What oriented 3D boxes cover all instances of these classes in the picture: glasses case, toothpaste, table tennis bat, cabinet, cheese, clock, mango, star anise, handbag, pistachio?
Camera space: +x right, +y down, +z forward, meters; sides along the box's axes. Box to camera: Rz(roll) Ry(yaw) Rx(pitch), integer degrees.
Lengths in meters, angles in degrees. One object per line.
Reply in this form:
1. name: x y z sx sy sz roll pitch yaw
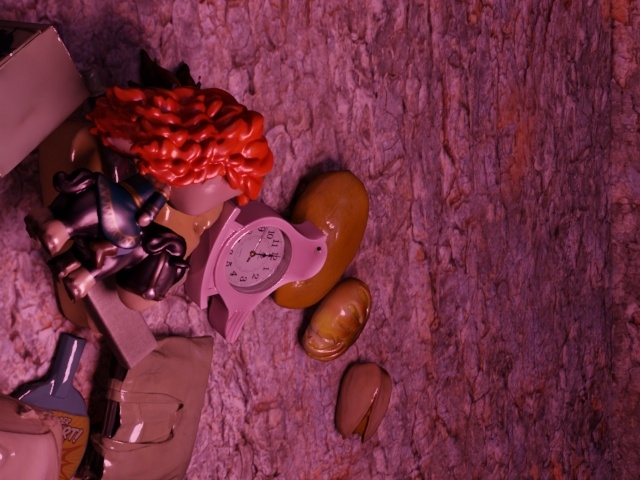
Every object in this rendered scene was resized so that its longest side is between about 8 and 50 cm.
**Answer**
1. glasses case: -0.351 0.122 1.719 0.071 0.047 0.205 -42 128 -28
2. toothpaste: -0.345 -0.179 1.659 0.062 0.037 0.216 -40 126 -43
3. table tennis bat: -0.491 0.325 1.789 0.215 0.044 0.329 26 81 -49
4. cabinet: -0.490 -0.224 1.536 0.206 0.145 0.150 -51 135 -29
5. cheese: -0.358 -0.006 1.799 0.384 0.104 0.383 -18 113 -48
6. clock: -0.138 0.069 2.048 0.275 0.080 0.290 11 109 -39
7. mango: 0.006 -0.001 2.238 0.195 0.142 0.331 15 96 -50
8. star anise: -0.262 -0.221 1.838 0.272 0.102 0.272 34 35 -29
9. handbag: -0.327 0.332 1.938 0.253 0.109 0.315 8 99 -54
10. pistachio: 0.108 0.398 2.485 0.130 0.131 0.206 13 91 -10

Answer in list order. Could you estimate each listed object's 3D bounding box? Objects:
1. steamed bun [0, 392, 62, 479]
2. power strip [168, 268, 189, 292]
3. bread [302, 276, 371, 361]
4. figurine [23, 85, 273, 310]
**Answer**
1. steamed bun: -0.550 0.359 1.541 0.384 0.236 0.247 21 87 -45
2. power strip: -0.324 0.096 1.932 0.191 0.030 0.047 -38 130 -39
3. bread: 0.047 0.187 2.322 0.213 0.105 0.213 -54 165 -22
4. figurine: -0.267 -0.072 1.598 0.306 0.241 0.411 34 84 -27
